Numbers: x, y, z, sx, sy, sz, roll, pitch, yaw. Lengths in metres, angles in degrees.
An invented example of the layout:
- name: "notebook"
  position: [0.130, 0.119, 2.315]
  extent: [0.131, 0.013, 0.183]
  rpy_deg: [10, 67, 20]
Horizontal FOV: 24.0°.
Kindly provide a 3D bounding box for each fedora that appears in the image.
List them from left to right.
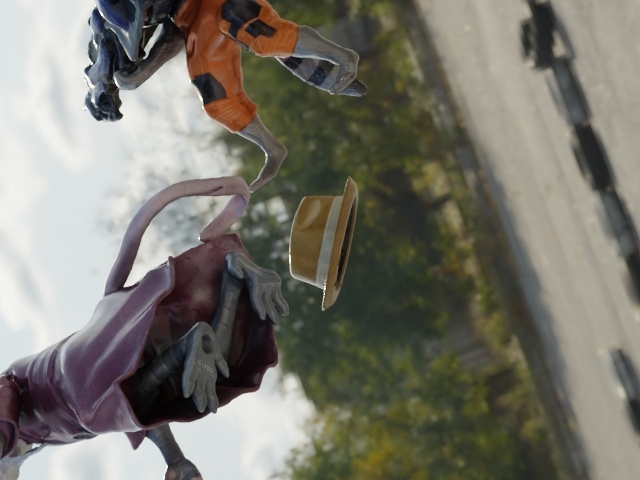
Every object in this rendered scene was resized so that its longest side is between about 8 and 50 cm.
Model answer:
- name: "fedora"
  position: [0.000, 0.000, 2.128]
  extent: [0.194, 0.079, 0.194]
  rpy_deg: [11, -90, -84]

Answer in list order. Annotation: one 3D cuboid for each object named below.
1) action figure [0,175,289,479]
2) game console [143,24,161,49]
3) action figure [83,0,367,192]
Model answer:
- name: "action figure"
  position: [-0.222, 0.123, 1.383]
  extent: [0.248, 0.370, 0.275]
  rpy_deg: [-1, -108, -50]
- name: "game console"
  position: [-0.184, -0.247, 1.850]
  extent: [0.085, 0.124, 0.144]
  rpy_deg: [32, 166, -15]
- name: "action figure"
  position: [-0.128, -0.213, 1.531]
  extent: [0.330, 0.178, 0.341]
  rpy_deg: [49, 152, 5]
